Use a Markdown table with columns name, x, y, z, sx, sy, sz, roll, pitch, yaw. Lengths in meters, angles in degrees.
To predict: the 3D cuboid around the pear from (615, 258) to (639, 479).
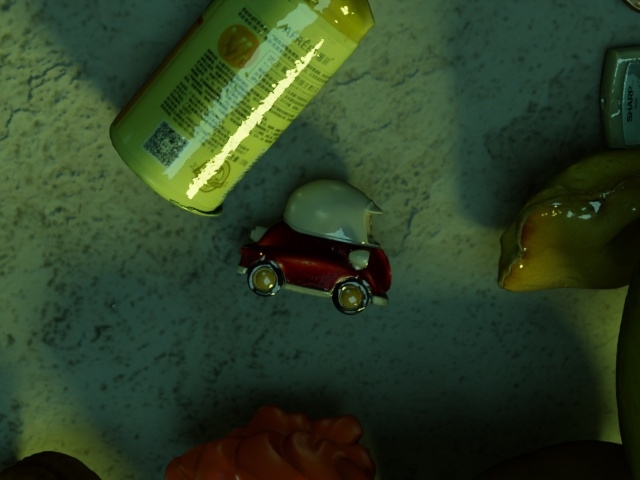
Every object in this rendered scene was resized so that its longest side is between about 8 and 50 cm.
| name | x | y | z | sx | sy | sz | roll | pitch | yaw |
| --- | --- | --- | --- | --- | --- | --- | --- | --- | --- |
| pear | 0.406 | 0.134 | 0.961 | 0.352 | 0.352 | 0.413 | -23 | 91 | 3 |

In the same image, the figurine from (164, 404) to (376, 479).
| name | x | y | z | sx | sy | sz | roll | pitch | yaw |
| --- | --- | --- | --- | --- | --- | --- | --- | --- | --- |
| figurine | -0.062 | 0.354 | 1.152 | 0.306 | 0.241 | 0.411 | 44 | 122 | 7 |

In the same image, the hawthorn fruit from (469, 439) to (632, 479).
| name | x | y | z | sx | sy | sz | roll | pitch | yaw |
| --- | --- | --- | --- | --- | --- | --- | --- | --- | --- |
| hawthorn fruit | 0.261 | 0.315 | 1.135 | 0.301 | 0.268 | 0.267 | -24 | 113 | -13 |

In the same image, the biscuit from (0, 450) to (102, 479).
| name | x | y | z | sx | sy | sz | roll | pitch | yaw |
| --- | --- | --- | --- | --- | --- | --- | --- | --- | --- |
| biscuit | -0.246 | 0.306 | 1.115 | 0.066 | 0.220 | 0.220 | -16 | 121 | -47 |

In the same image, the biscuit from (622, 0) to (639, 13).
| name | x | y | z | sx | sy | sz | roll | pitch | yaw |
| --- | --- | --- | --- | --- | --- | --- | --- | --- | --- |
| biscuit | 0.322 | -0.232 | 1.044 | 0.140 | 0.023 | 0.118 | -7 | 104 | -5 |

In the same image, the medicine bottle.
| name | x | y | z | sx | sy | sz | roll | pitch | yaw |
| --- | --- | --- | --- | --- | --- | --- | --- | --- | --- |
| medicine bottle | -0.061 | -0.142 | 0.993 | 0.124 | 0.124 | 0.239 | 37 | 103 | -18 |

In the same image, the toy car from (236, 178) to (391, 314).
| name | x | y | z | sx | sy | sz | roll | pitch | yaw |
| --- | --- | --- | --- | --- | --- | --- | --- | --- | --- |
| toy car | 0.000 | 0.000 | 1.071 | 0.139 | 0.112 | 0.112 | 10 | 96 | -1 |

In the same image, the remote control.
| name | x | y | z | sx | sy | sz | roll | pitch | yaw |
| --- | --- | --- | --- | --- | --- | --- | --- | --- | --- |
| remote control | 0.370 | -0.136 | 1.085 | 0.234 | 0.038 | 0.098 | -6 | 112 | -3 |

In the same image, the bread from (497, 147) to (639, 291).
| name | x | y | z | sx | sy | sz | roll | pitch | yaw |
| --- | --- | --- | --- | --- | --- | --- | --- | --- | --- |
| bread | 0.271 | -0.023 | 1.073 | 0.233 | 0.088 | 0.160 | -10 | 141 | -15 |
